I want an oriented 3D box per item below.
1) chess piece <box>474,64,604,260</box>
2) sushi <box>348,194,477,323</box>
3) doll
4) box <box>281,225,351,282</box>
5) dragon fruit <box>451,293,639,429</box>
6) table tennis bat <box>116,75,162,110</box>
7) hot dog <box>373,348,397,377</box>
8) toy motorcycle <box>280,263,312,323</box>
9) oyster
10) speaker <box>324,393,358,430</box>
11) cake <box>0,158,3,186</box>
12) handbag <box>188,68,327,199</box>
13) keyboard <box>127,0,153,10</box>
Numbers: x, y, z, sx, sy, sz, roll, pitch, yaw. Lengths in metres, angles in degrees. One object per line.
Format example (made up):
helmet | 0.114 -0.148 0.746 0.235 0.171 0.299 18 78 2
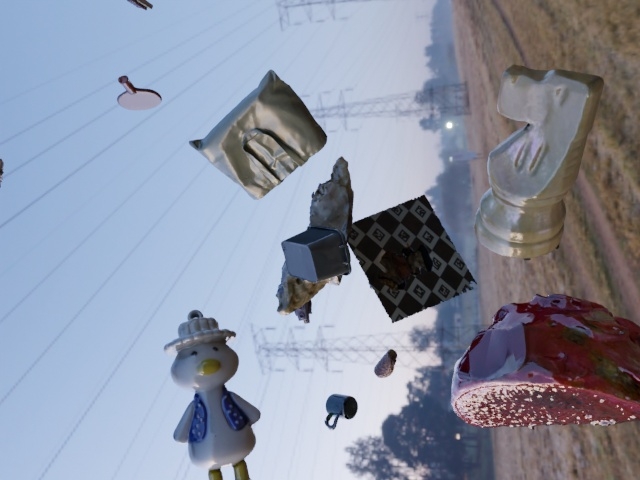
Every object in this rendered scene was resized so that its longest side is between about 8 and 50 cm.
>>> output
chess piece | 0.303 -0.111 0.848 0.301 0.137 0.137 86 -170 -49
sushi | 0.199 0.046 1.404 0.264 0.290 0.050 61 145 13
doll | -0.171 0.249 0.953 0.119 0.138 0.293 105 152 -69
box | -0.010 0.025 1.027 0.069 0.122 0.084 -20 -75 -29
dragon fruit | 0.261 0.144 0.712 0.189 0.262 0.163 5 -106 -41
table tennis bat | -0.414 -0.326 1.349 0.154 0.098 0.019 75 -175 -78
hot dog | 0.163 0.301 1.474 0.083 0.035 0.058 -60 4 36
toy motorcycle | -0.059 0.132 1.728 0.122 0.082 0.213 37 -139 -74
oyster | 0.005 0.000 1.182 0.166 0.110 0.341 117 171 -50
speaker | 0.043 0.432 1.527 0.094 0.075 0.060 -36 -69 -42
cake | -0.867 -0.141 1.482 0.134 0.147 0.135 -30 54 54
handbag | -0.155 -0.271 1.610 0.253 0.316 0.109 43 -156 -25
keyboard | -0.393 -0.478 1.128 0.166 0.055 0.017 19 -85 -53
